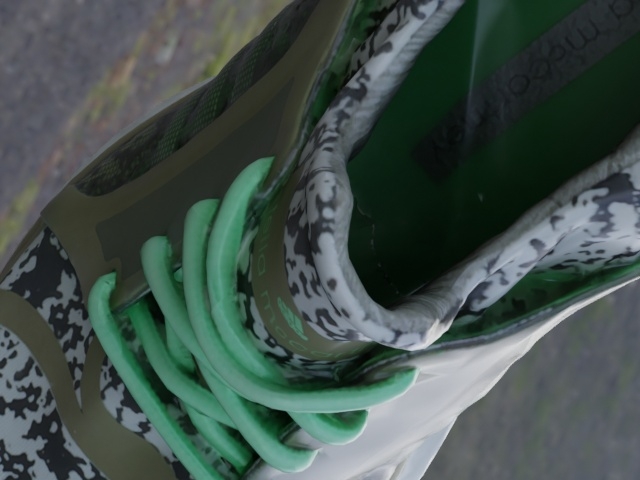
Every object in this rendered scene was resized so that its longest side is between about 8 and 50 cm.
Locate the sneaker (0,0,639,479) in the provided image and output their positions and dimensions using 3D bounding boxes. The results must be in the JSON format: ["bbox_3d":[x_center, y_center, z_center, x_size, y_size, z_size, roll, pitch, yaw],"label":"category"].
[{"bbox_3d":[0.000,0.000,0.523,0.410,0.158,0.182,-44,175,21],"label":"sneaker"}]
